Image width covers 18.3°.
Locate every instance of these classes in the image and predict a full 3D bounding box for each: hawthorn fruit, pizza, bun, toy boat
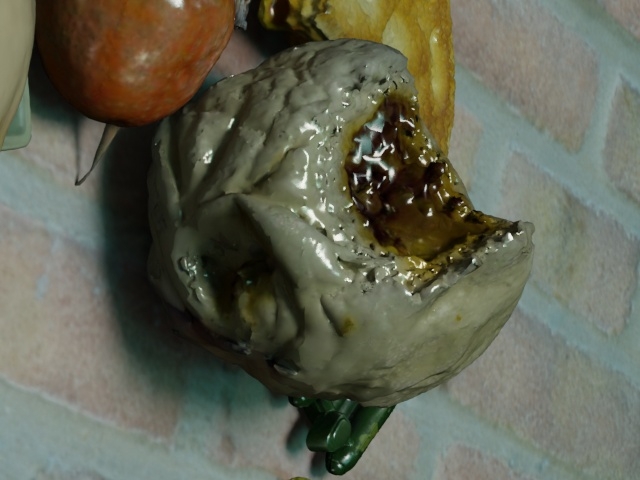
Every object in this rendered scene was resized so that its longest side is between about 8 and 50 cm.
[{"bbox_3d":[-0.120,-0.140,1.356,0.149,0.149,0.189,-32,113,-46],"label":"hawthorn fruit"},{"bbox_3d":[0.053,-0.200,1.612,0.268,0.087,0.258,53,45,-45],"label":"pizza"},{"bbox_3d":[-0.009,0.003,1.416,0.205,0.281,0.281,-28,111,-38],"label":"bun"},{"bbox_3d":[0.041,0.096,1.620,0.210,0.052,0.104,-50,124,-37],"label":"toy boat"}]

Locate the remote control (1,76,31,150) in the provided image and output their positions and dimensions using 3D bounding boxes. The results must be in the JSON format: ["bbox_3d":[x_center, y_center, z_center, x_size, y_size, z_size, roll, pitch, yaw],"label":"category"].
[{"bbox_3d":[-0.246,-0.197,1.284,0.123,0.038,0.285,-2,91,-50],"label":"remote control"}]

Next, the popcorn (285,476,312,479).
[{"bbox_3d":[-0.015,0.221,1.547,0.083,0.059,0.068,-16,102,-41],"label":"popcorn"}]

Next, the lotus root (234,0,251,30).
[{"bbox_3d":[-0.066,-0.316,1.466,0.167,0.078,0.329,44,55,-78],"label":"lotus root"}]

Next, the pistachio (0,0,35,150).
[{"bbox_3d":[-0.325,-0.157,1.023,0.445,0.281,0.365,-1,70,-62],"label":"pistachio"}]
